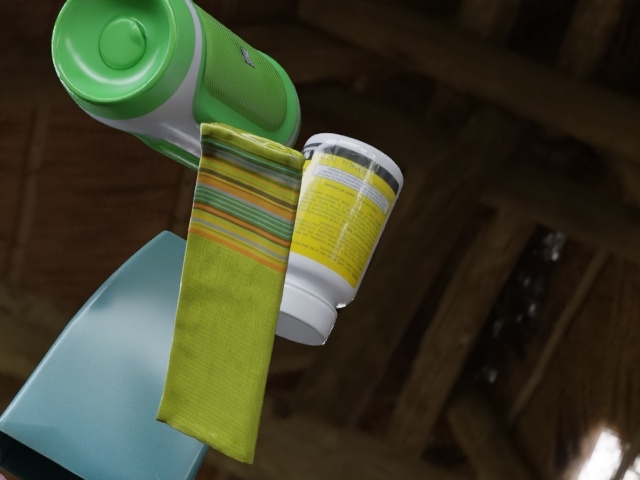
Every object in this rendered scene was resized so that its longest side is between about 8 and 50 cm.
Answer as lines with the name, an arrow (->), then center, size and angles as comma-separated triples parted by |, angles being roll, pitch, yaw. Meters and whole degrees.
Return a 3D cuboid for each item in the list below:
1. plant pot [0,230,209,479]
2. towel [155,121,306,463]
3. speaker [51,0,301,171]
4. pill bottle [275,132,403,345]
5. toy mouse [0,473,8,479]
plant pot -> -0.152, 0.124, 1.448 | 0.166, 0.234, 0.165 | 30, -21, 2
towel -> -0.068, 0.038, 1.209 | 0.102, 0.021, 0.237 | 22, -73, 42
speaker -> -0.114, -0.133, 1.402 | 0.131, 0.296, 0.131 | -3, -100, 18
pill bottle -> 0.000, 0.000, 1.782 | 0.119, 0.208, 0.119 | 21, -19, 8
toy mouse -> -0.390, 0.325, 1.910 | 0.143, 0.161, 0.031 | 19, -10, 3
